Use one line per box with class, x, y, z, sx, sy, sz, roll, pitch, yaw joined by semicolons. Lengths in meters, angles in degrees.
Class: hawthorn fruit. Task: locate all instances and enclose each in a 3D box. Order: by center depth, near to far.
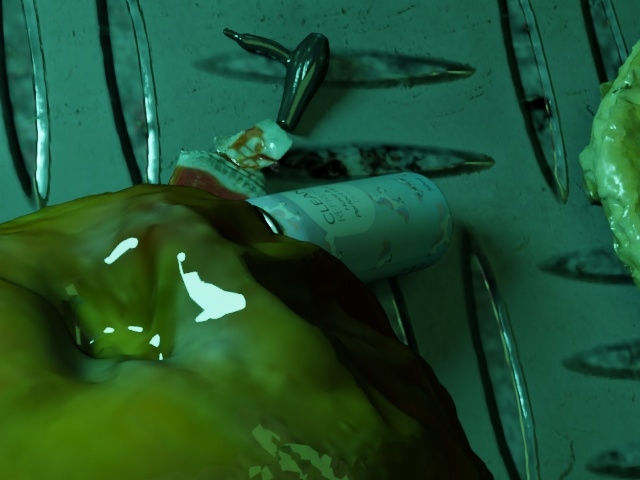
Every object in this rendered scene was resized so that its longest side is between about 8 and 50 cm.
hawthorn fruit;-0.095;0.196;0.917;0.471;0.472;0.472;9;66;-22

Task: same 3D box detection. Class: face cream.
face cream;0.000;0.000;1.224;0.229;0.075;0.075;-13;74;-53

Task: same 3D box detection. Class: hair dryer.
hair dryer;-0.039;-0.128;1.342;0.083;0.031;0.079;22;70;0

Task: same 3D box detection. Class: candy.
candy;-0.089;0.025;1.230;0.086;0.059;0.292;28;61;-14

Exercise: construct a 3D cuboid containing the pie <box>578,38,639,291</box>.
pie;0.361;-0.038;1.458;0.339;0.083;0.339;9;65;-19
